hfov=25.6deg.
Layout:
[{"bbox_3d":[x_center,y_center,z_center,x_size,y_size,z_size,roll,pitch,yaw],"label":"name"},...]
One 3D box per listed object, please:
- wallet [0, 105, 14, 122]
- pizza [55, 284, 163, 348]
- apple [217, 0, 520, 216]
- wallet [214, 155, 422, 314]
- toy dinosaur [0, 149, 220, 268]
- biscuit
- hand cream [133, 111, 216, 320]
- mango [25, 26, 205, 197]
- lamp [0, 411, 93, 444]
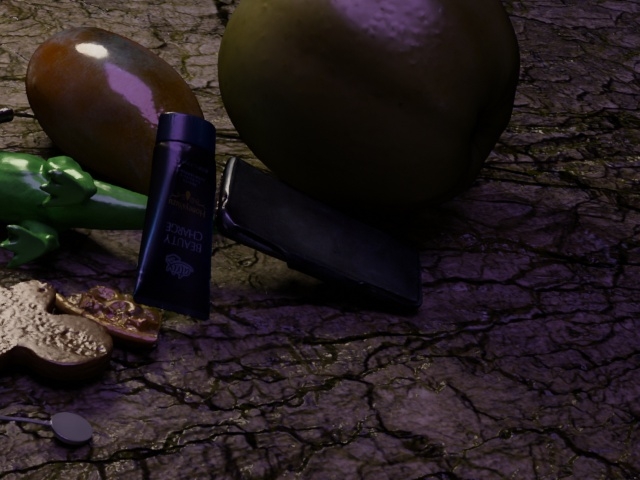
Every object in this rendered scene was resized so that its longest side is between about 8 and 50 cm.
[{"bbox_3d":[-0.558,-0.155,1.931,0.243,0.039,0.133,-19,21,-37],"label":"wallet"},{"bbox_3d":[-0.262,0.092,1.796,0.160,0.035,0.099,24,30,20],"label":"pizza"},{"bbox_3d":[0.082,-0.259,2.164,0.474,0.473,0.473,10,28,-5],"label":"apple"},{"bbox_3d":[0.000,0.000,1.986,0.318,0.045,0.172,25,30,-15],"label":"wallet"},{"bbox_3d":[-0.362,-0.064,2.009,0.500,0.144,0.374,7,14,-34],"label":"toy dinosaur"},{"bbox_3d":[-0.396,0.104,1.709,0.301,0.049,0.197,17,33,8],"label":"biscuit"},{"bbox_3d":[-0.187,-0.033,1.865,0.120,0.270,0.061,19,-23,-38],"label":"hand cream"},{"bbox_3d":[-0.303,-0.191,2.142,0.221,0.199,0.384,-7,45,-44],"label":"mango"},{"bbox_3d":[-0.353,0.208,1.563,0.198,0.056,0.050,13,25,-23],"label":"lamp"}]
